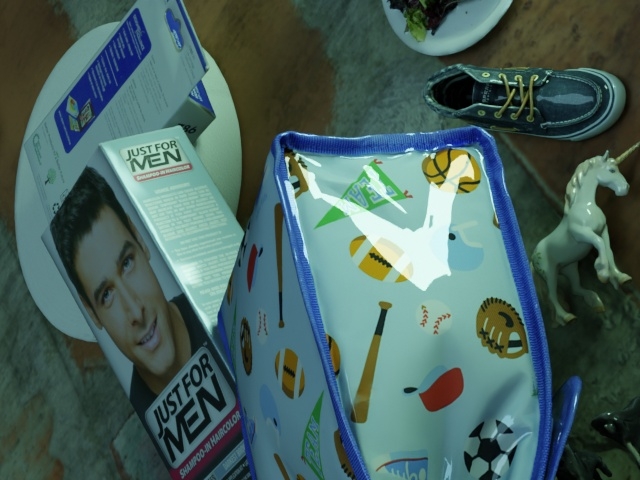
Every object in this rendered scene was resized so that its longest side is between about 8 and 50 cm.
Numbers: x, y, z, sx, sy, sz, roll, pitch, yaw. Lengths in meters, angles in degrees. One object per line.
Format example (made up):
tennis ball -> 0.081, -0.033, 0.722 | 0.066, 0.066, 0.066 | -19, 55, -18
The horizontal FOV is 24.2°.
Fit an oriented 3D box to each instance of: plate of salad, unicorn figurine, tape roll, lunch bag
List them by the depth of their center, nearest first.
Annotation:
lunch bag -> 0.064, 0.148, 1.252 | 0.328, 0.239, 0.385 | 107, 155, -58
unicorn figurine -> 0.228, 0.000, 1.290 | 0.162, 0.060, 0.111 | -43, 56, 35
plate of salad -> 0.122, -0.281, 1.458 | 0.200, 0.048, 0.200 | -8, 79, 47
tape roll -> -0.241, -0.067, 1.808 | 0.392, 0.072, 0.392 | -8, 79, 46

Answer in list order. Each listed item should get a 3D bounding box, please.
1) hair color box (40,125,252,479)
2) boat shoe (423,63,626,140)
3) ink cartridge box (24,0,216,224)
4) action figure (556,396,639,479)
hair color box -> -0.134, 0.089, 1.549 | 0.374, 0.113, 0.185 | 59, 138, 17
boat shoe -> 0.179, -0.126, 1.344 | 0.183, 0.083, 0.065 | 2, 86, 48
ink cartridge box -> -0.216, -0.143, 1.693 | 0.332, 0.065, 0.165 | -44, 54, 36
action figure -> 0.273, 0.255, 1.149 | 0.164, 0.141, 0.276 | -49, 36, 29
